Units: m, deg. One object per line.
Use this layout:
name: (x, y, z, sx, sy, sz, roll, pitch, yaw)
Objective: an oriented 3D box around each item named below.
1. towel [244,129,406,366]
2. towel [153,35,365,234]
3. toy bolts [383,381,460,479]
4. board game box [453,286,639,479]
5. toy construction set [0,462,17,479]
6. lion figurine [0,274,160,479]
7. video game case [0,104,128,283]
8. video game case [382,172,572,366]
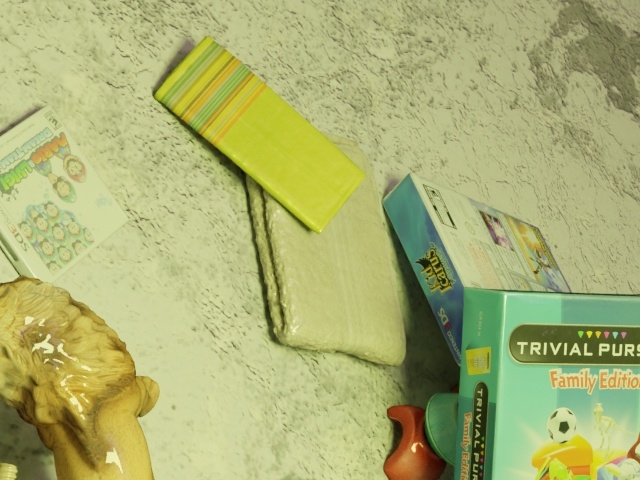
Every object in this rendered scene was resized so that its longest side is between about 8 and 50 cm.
towel: (0.000, 0.000, 2.024, 0.187, 0.049, 0.282, 14, 57, -42)
towel: (-0.066, -0.114, 1.978, 0.237, 0.021, 0.102, 41, 60, -3)
toy bolts: (0.200, 0.213, 2.030, 0.228, 0.158, 0.218, 28, 49, -36)
board game box: (0.267, 0.222, 1.916, 0.254, 0.079, 0.336, 3, 91, -29)
toy construction set: (-0.360, 0.257, 1.356, 0.309, 0.257, 0.237, 39, 57, -61)
lion figurine: (-0.182, 0.218, 1.535, 0.392, 0.142, 0.240, 64, 0, 12)
video game case: (-0.270, -0.043, 1.759, 0.143, 0.019, 0.157, 56, 37, -8)
video game case: (0.215, 0.063, 2.159, 0.244, 0.061, 0.269, 20, 35, -40)
